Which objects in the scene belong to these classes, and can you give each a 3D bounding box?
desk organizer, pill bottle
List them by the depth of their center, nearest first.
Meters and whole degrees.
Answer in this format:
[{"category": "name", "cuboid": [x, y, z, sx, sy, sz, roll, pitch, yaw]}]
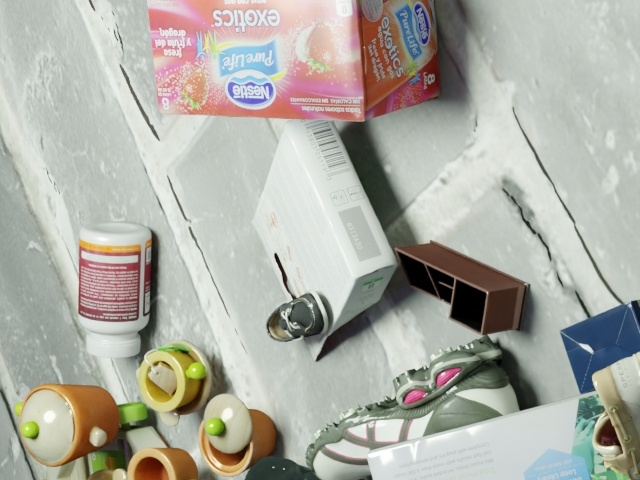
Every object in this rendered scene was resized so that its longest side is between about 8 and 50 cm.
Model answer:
[{"category": "desk organizer", "cuboid": [0.125, 0.043, 1.465, 0.130, 0.050, 0.047, 26, 115, 46]}, {"category": "pill bottle", "cuboid": [-0.245, 0.058, 1.889, 0.086, 0.086, 0.152, 17, 108, 48]}]

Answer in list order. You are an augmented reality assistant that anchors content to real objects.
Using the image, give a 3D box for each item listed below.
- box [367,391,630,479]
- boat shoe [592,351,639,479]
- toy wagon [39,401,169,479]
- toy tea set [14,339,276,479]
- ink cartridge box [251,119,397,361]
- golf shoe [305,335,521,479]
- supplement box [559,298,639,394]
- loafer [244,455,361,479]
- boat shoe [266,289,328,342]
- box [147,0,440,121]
[{"category": "box", "cuboid": [0.189, 0.306, 1.353, 0.232, 0.058, 0.322, -19, 82, 23]}, {"category": "boat shoe", "cuboid": [0.240, 0.149, 1.239, 0.063, 0.059, 0.170, -98, -7, -48]}, {"category": "toy wagon", "cuboid": [-0.277, 0.336, 1.990, 0.344, 0.068, 0.267, -7, 90, 51]}, {"category": "toy tea set", "cuboid": [-0.211, 0.222, 1.782, 0.336, 0.124, 0.200, -28, 77, 32]}, {"category": "ink cartridge box", "cuboid": [0.000, 0.000, 1.613, 0.224, 0.056, 0.181, 109, 140, -64]}, {"category": "golf shoe", "cuboid": [0.084, 0.195, 1.505, 0.273, 0.105, 0.120, -39, 73, 47]}, {"category": "supplement box", "cuboid": [0.256, 0.082, 1.286, 0.083, 0.083, 0.056, -30, 73, 49]}, {"category": "loafer", "cuboid": [0.000, 0.271, 1.663, 0.170, 0.062, 0.061, 13, 145, 42]}, {"category": "boat shoe", "cuboid": [-0.025, 0.079, 1.616, 0.125, 0.038, 0.046, 156, 96, -72]}, {"category": "box", "cuboid": [-0.027, -0.184, 1.508, 0.257, 0.128, 0.122, 5, 107, 37]}]
